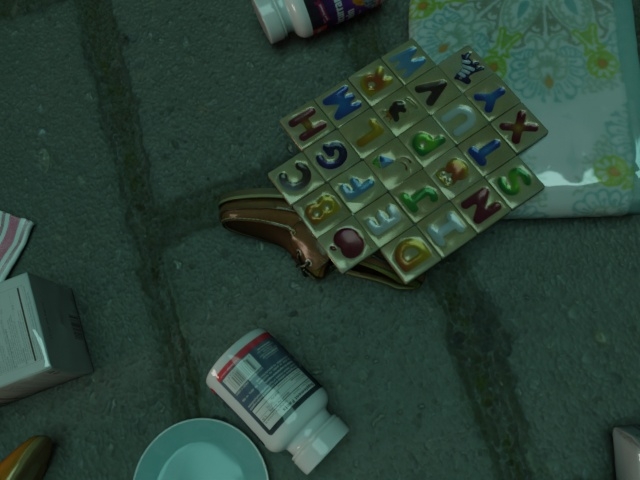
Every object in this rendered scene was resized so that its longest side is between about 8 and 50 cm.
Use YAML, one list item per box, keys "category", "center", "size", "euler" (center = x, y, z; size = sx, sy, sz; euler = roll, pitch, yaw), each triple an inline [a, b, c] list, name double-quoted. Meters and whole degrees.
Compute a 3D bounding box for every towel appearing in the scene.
- category: "towel"
  center: [0.291, -0.211, 0.950]
  size: [0.321, 0.090, 0.374]
  euler: [-2, 76, 8]
- category: "towel"
  center: [-0.553, 0.003, 0.999]
  size: [0.197, 0.029, 0.144]
  euler: [20, 79, 10]

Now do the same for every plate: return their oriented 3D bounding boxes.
- category: "plate"
  center: [-0.160, 0.335, 0.882]
  size: [0.188, 0.024, 0.188]
  euler: [-1, 76, 6]

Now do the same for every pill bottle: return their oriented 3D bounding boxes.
- category: "pill bottle"
  center: [-0.004, -0.378, 1.005]
  size: [0.194, 0.108, 0.108]
  euler: [-25, 75, -1]
- category: "pill bottle"
  center: [-0.053, 0.212, 0.860]
  size: [0.180, 0.108, 0.108]
  euler: [43, 83, 13]

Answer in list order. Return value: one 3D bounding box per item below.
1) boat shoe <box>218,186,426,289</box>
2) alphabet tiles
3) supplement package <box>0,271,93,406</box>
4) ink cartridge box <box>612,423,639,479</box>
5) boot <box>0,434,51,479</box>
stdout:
- category: "boat shoe"
  center: [0.000, 0.000, 0.907]
  size: [0.308, 0.110, 0.104]
  euler: [8, 76, 8]
- category: "alphabet tiles"
  center: [0.118, -0.116, 0.876]
  size: [0.343, 0.011, 0.285]
  euler: [-34, 75, -9]
- category: "supplement package"
  center: [-0.468, 0.157, 0.898]
  size: [0.244, 0.134, 0.138]
  euler: [-20, 75, 0]
- category: "ink cartridge box"
  center: [0.536, 0.411, 0.788]
  size: [0.309, 0.091, 0.384]
  euler: [-5, 92, 4]
- category: "boot"
  center: [-0.519, 0.339, 0.873]
  size: [0.211, 0.104, 0.295]
  euler: [32, 85, 12]
